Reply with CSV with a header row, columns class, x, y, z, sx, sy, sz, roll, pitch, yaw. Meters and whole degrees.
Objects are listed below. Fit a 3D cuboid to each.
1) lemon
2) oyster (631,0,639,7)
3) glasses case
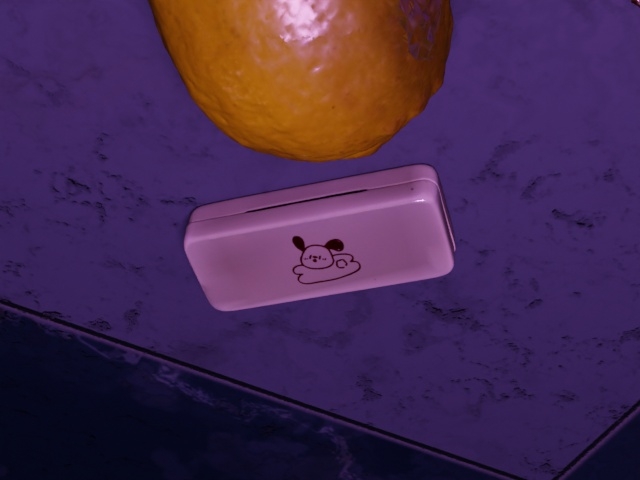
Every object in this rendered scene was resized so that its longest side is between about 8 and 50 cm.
class,x,y,z,sx,sy,sz,roll,pitch,yaw
lemon,-0.026,-0.224,0.960,0.316,0.285,0.285,40,126,-3
oyster,0.431,-0.298,0.985,0.294,0.094,0.166,-9,113,25
glasses case,0.000,0.000,1.283,0.312,0.070,0.131,-10,131,12
